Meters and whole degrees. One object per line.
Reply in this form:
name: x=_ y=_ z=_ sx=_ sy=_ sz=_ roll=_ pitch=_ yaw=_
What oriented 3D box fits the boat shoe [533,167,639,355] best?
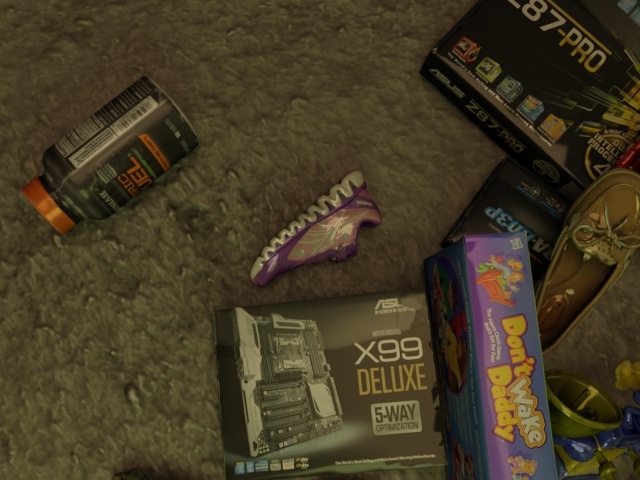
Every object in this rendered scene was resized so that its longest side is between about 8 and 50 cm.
boat shoe: x=0.369 y=0.038 z=0.933 sx=0.105 sy=0.089 sz=0.285 roll=24 pitch=112 yaw=9

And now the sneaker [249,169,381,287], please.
sneaker: x=0.000 y=0.000 z=1.012 sx=0.236 sy=0.095 sz=0.104 roll=-40 pitch=93 yaw=-11

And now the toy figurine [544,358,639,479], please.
toy figurine: x=0.376 y=0.298 z=0.912 sx=0.363 sy=0.217 sz=0.191 roll=8 pitch=47 yaw=-36

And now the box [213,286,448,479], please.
box: x=0.012 y=0.203 z=0.953 sx=0.308 sy=0.076 sz=0.242 roll=-6 pitch=80 yaw=6

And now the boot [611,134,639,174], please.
boot: x=0.625 y=-0.106 z=0.942 sx=0.284 sy=0.138 sz=0.377 roll=35 pitch=120 yaw=-19

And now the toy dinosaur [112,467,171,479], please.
toy dinosaur: x=-0.171 y=0.394 z=0.933 sx=0.268 sy=0.064 sz=0.118 roll=10 pitch=83 yaw=0

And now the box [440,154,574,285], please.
box: x=0.328 y=0.001 z=1.055 sx=0.220 sy=0.051 sz=0.175 roll=38 pitch=79 yaw=2

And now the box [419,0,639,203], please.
box: x=0.411 y=-0.263 z=1.088 sx=0.395 sy=0.097 sz=0.318 roll=43 pitch=78 yaw=2

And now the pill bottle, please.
pill bottle: x=-0.310 y=-0.118 z=0.986 sx=0.246 sy=0.130 sz=0.130 roll=-41 pitch=85 yaw=-10

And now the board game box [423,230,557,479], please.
board game box: x=0.212 y=0.178 z=0.875 sx=0.078 sy=0.233 sz=0.347 roll=-4 pitch=82 yaw=-4
